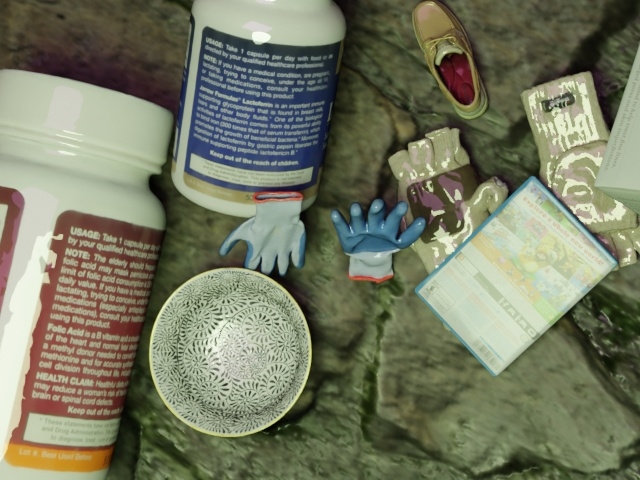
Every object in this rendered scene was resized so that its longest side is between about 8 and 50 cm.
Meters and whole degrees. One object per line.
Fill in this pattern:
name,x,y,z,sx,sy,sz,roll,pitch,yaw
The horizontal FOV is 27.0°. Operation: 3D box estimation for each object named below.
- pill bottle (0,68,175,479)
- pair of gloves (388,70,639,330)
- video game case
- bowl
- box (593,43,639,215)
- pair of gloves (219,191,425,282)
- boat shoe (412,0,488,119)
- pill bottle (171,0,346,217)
pill bottle,-0.282,0.039,1.347,0.224,0.224,0.392,13,88,14
pair of gloves,0.196,-0.036,1.331,0.240,0.042,0.204,-24,86,17
video game case,0.191,0.036,1.308,0.166,0.015,0.119,-45,80,16
bowl,-0.082,0.114,1.367,0.170,0.080,0.170,-1,86,13
box,0.374,-0.103,1.207,0.182,0.119,0.181,10,78,51
pair of gloves,0.000,0.000,1.306,0.198,0.159,0.023,1,60,-4
boat shoe,0.132,-0.189,1.358,0.050,0.045,0.135,-29,80,9
pill bottle,-0.057,-0.168,1.301,0.153,0.153,0.264,17,115,14
